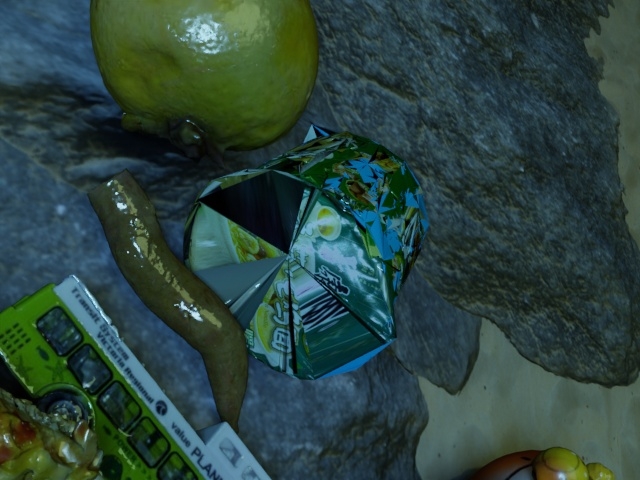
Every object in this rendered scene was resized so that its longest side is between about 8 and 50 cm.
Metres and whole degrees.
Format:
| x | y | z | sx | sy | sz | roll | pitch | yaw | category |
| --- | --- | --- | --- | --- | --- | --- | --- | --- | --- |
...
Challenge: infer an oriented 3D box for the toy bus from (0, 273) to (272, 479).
| x | y | z | sx | sy | sz | roll | pitch | yaw | category |
| --- | --- | --- | --- | --- | --- | --- | --- | --- | --- |
| -0.165 | 0.172 | 0.651 | 0.302 | 0.113 | 0.139 | 55 | 40 | -11 | toy bus |

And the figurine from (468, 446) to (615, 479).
| x | y | z | sx | sy | sz | roll | pitch | yaw | category |
| --- | --- | --- | --- | --- | --- | --- | --- | --- | --- |
| 0.219 | 0.353 | 0.891 | 0.323 | 0.196 | 0.320 | 1 | 114 | -37 | figurine |

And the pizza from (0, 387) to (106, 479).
| x | y | z | sx | sy | sz | roll | pitch | yaw | category |
| --- | --- | --- | --- | --- | --- | --- | --- | --- | --- |
| -0.245 | 0.124 | 0.459 | 0.251 | 0.288 | 0.074 | 4 | 36 | -35 | pizza |

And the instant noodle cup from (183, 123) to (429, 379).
| x | y | z | sx | sy | sz | roll | pitch | yaw | category |
| --- | --- | --- | --- | --- | --- | --- | --- | --- | --- |
| 0.000 | 0.000 | 0.817 | 0.240 | 0.240 | 0.178 | 58 | 38 | -9 | instant noodle cup |

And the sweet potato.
| x | y | z | sx | sy | sz | roll | pitch | yaw | category |
| --- | --- | --- | --- | --- | --- | --- | --- | --- | --- |
| -0.133 | 0.061 | 0.766 | 0.067 | 0.059 | 0.281 | -41 | 102 | -37 | sweet potato |

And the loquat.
| x | y | z | sx | sy | sz | roll | pitch | yaw | category |
| --- | --- | --- | --- | --- | --- | --- | --- | --- | --- |
| -0.114 | -0.192 | 0.783 | 0.243 | 0.243 | 0.244 | 21 | 58 | -38 | loquat |
